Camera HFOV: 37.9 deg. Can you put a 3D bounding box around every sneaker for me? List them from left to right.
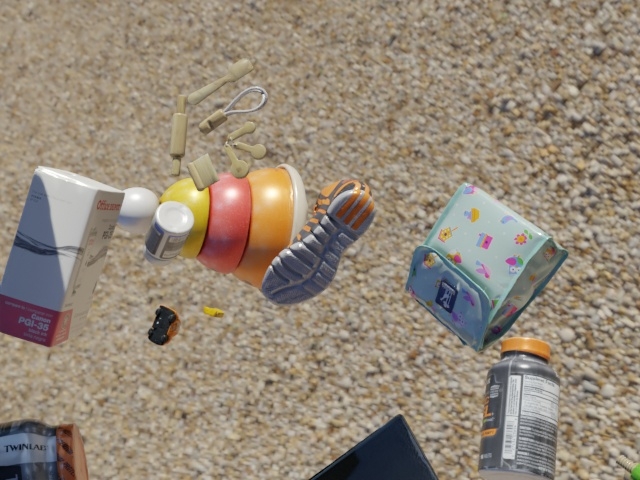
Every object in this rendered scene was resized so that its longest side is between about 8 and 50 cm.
[{"bbox_3d":[0.000,0.000,2.008,0.321,0.124,0.180,-45,14,13],"label":"sneaker"}]

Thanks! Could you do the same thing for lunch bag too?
[{"bbox_3d":[0.305,0.057,1.804,0.223,0.160,0.262,41,98,34],"label":"lunch bag"}]

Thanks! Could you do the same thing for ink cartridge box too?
[{"bbox_3d":[-0.455,0.026,1.628,0.207,0.117,0.283,-47,-26,-88],"label":"ink cartridge box"}]

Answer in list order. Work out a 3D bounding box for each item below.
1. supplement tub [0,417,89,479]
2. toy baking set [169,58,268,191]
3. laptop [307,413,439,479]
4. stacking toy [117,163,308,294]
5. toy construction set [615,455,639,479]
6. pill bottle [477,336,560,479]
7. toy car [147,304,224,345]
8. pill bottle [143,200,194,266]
[{"bbox_3d":[-0.534,0.391,1.466,0.193,0.315,0.194,170,90,-82],"label":"supplement tub"},{"bbox_3d":[-0.197,-0.221,1.803,0.196,0.030,0.256,-2,81,10],"label":"toy baking set"},{"bbox_3d":[0.080,0.528,1.261,0.382,0.236,0.408,-37,87,5],"label":"laptop"},{"bbox_3d":[-0.300,-0.055,2.392,0.350,0.479,0.351,-172,90,-70],"label":"stacking toy"},{"bbox_3d":[0.540,0.500,1.445,0.237,0.257,0.309,34,112,49],"label":"toy construction set"},{"bbox_3d":[0.350,0.296,1.624,0.130,0.130,0.246,-12,58,41],"label":"pill bottle"},{"bbox_3d":[-0.193,0.127,1.357,0.122,0.040,0.060,0,79,29],"label":"toy car"},{"bbox_3d":[-0.304,-0.010,1.841,0.137,0.078,0.078,126,142,-50],"label":"pill bottle"}]
